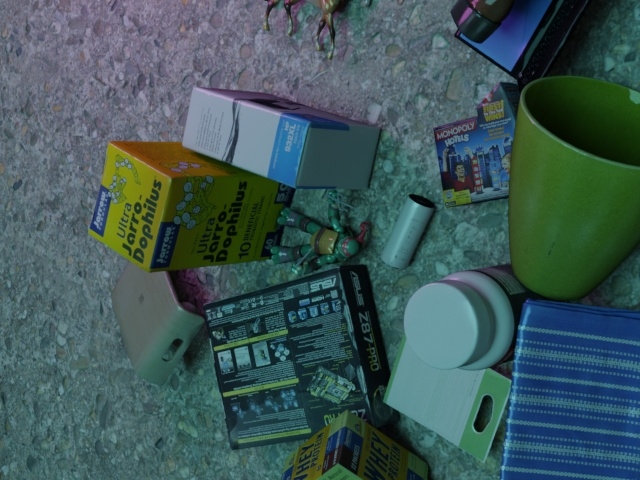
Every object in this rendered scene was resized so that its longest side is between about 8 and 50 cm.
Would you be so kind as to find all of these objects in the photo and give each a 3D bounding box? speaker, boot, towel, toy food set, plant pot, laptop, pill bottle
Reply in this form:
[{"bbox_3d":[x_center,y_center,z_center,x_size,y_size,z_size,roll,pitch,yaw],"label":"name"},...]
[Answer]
[{"bbox_3d":[0.161,-0.017,1.905,0.055,0.055,0.136,37,116,31],"label":"speaker"},{"bbox_3d":[0.294,-0.508,1.692,0.280,0.096,0.264,-50,38,35],"label":"boot"},{"bbox_3d":[0.408,0.267,1.598,0.040,0.243,0.336,171,107,-79],"label":"towel"},{"bbox_3d":[-0.362,0.137,2.307,0.220,0.092,0.306,-55,43,29],"label":"toy food set"},{"bbox_3d":[0.399,-0.061,1.590,0.275,0.274,0.293,38,131,31],"label":"plant pot"},{"bbox_3d":[0.332,-0.377,1.684,0.136,0.264,0.234,26,115,-4],"label":"laptop"},{"bbox_3d":[0.271,0.125,1.678,0.161,0.283,0.161,4,96,39],"label":"pill bottle"}]

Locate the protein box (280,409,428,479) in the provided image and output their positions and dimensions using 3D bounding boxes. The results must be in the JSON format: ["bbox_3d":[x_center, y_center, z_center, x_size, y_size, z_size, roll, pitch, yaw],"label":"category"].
[{"bbox_3d":[0.058,0.459,1.914,0.201,0.136,0.200,36,124,-16],"label":"protein box"}]

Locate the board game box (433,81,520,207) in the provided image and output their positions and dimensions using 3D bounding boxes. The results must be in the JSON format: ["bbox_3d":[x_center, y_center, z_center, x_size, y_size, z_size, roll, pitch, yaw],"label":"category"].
[{"bbox_3d":[0.296,-0.167,1.780,0.194,0.060,0.194,-9,87,39],"label":"board game box"}]

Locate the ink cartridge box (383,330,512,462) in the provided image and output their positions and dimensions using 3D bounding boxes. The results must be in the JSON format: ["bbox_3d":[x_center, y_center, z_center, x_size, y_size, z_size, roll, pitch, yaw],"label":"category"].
[{"bbox_3d":[0.237,0.269,1.866,0.235,0.056,0.171,27,110,32],"label":"ink cartridge box"}]

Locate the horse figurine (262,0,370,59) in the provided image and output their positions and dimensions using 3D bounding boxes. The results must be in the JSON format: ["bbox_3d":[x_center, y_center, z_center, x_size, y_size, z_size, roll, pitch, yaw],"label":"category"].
[{"bbox_3d":[-0.022,-0.470,2.015,0.263,0.066,0.174,31,118,31],"label":"horse figurine"}]

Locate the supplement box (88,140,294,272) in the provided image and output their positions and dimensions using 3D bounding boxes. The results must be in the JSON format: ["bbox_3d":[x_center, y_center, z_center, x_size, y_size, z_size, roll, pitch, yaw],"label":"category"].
[{"bbox_3d":[-0.246,-0.074,2.041,0.195,0.356,0.194,28,111,35],"label":"supplement box"}]

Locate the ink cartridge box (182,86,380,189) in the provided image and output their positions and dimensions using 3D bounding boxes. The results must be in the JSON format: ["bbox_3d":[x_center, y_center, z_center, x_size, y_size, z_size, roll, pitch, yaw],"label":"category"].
[{"bbox_3d":[-0.077,-0.198,1.978,0.307,0.223,0.129,22,106,36],"label":"ink cartridge box"}]

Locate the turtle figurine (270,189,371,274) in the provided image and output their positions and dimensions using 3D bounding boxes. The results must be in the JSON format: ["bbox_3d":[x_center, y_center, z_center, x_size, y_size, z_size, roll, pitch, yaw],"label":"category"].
[{"bbox_3d":[0.000,0.000,1.996,0.234,0.118,0.175,5,63,52],"label":"turtle figurine"}]

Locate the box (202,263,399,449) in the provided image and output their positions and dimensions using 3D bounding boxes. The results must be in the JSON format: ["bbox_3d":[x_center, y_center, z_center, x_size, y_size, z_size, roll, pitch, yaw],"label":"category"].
[{"bbox_3d":[-0.050,0.241,2.074,0.395,0.097,0.318,-18,80,39],"label":"box"}]
